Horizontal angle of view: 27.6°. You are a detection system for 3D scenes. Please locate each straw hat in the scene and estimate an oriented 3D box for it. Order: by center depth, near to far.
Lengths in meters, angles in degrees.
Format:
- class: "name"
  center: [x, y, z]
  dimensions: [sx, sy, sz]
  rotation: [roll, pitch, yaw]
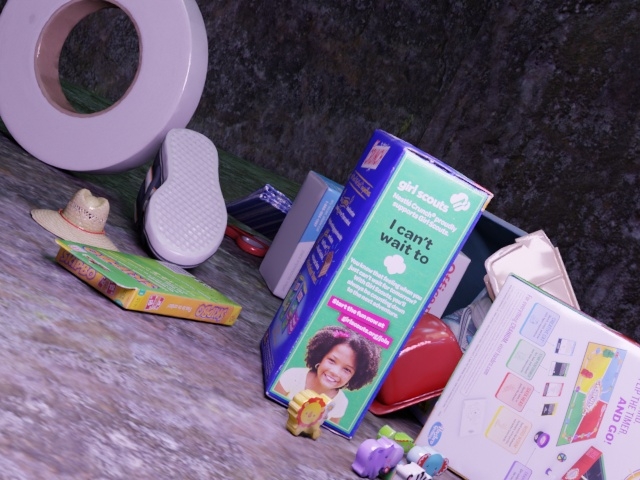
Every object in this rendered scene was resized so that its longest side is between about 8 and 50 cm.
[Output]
- class: "straw hat"
  center: [-0.314, -0.035, 1.746]
  dimensions: [0.144, 0.061, 0.144]
  rotation: [27, 6, -3]

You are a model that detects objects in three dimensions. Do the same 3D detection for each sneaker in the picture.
- class: "sneaker"
  center: [-0.215, -0.035, 1.981]
  dimensions: [0.126, 0.127, 0.321]
  rotation: [20, 32, -14]
- class: "sneaker"
  center: [0.256, 0.211, 2.131]
  dimensions: [0.283, 0.122, 0.110]
  rotation: [-103, 176, -60]

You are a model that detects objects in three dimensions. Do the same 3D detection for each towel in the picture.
- class: "towel"
  center: [0.000, 0.000, 2.375]
  dimensions: [0.336, 0.040, 0.243]
  rotation: [30, -16, -16]

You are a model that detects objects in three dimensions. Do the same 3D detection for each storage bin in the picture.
- class: "storage bin"
  center: [0.366, 0.134, 2.199]
  dimensions: [0.262, 0.123, 0.260]
  rotation: [45, 26, -80]

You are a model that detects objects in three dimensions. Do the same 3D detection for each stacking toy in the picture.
- class: "stacking toy"
  center: [0.086, 0.228, 1.360]
  dimensions: [0.221, 0.052, 0.167]
  rotation: [22, 8, -47]

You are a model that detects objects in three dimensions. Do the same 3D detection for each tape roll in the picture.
- class: "tape roll"
  center: [-0.376, -0.304, 2.190]
  dimensions: [0.392, 0.392, 0.072]
  rotation: [30, 7, 21]

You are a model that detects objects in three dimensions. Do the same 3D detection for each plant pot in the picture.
- class: "plant pot"
  center: [0.302, 0.106, 2.534]
  dimensions: [0.248, 0.247, 0.252]
  rotation: [34, -10, 48]

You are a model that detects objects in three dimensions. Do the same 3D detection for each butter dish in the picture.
- class: "butter dish"
  center: [0.110, 0.135, 1.678]
  dimensions: [0.160, 0.118, 0.160]
  rotation: [-16, 20, -13]

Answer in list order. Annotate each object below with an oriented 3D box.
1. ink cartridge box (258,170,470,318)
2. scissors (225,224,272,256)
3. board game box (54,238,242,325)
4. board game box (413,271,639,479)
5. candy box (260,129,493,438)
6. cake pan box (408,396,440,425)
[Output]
- class: "ink cartridge box"
  center: [0.070, 0.040, 2.171]
  dimensions: [0.270, 0.198, 0.197]
  rotation: [26, 6, -13]
- class: "scissors"
  center: [-0.179, -0.025, 2.470]
  dimensions: [0.297, 0.021, 0.109]
  rotation: [30, 13, 40]
- class: "board game box"
  center: [-0.211, 0.053, 1.595]
  dimensions: [0.124, 0.039, 0.259]
  rotation: [30, 4, 28]
- class: "board game box"
  center: [0.299, 0.217, 1.503]
  dimensions: [0.316, 0.242, 0.064]
  rotation: [31, 5, 25]
- class: "candy box"
  center: [0.054, 0.039, 1.539]
  dimensions: [0.122, 0.317, 0.268]
  rotation: [27, 6, -8]
- class: "cake pan box"
  center: [0.222, 0.235, 1.839]
  dimensions: [0.267, 0.070, 0.246]
  rotation: [26, 9, -21]
